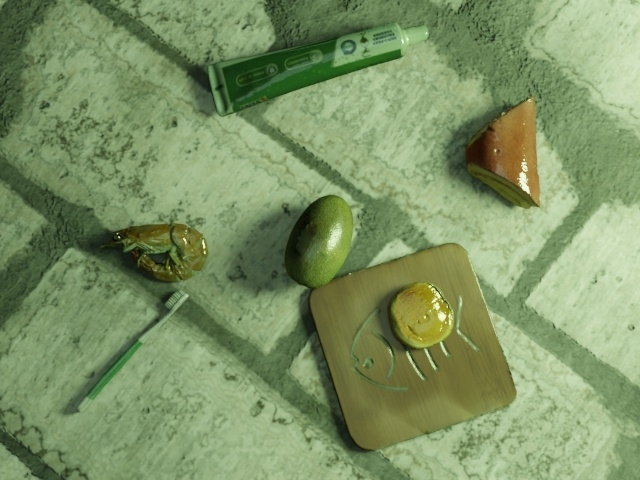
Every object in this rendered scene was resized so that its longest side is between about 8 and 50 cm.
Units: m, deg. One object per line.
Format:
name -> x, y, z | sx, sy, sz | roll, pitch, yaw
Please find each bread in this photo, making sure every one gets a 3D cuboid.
bread -> 0.163, 0.122, 1.202 | 0.110, 0.024, 0.110 | 0, 80, 1
bread -> 0.307, -0.146, 1.244 | 0.119, 0.067, 0.192 | -3, 79, 1

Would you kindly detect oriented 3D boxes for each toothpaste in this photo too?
toothpaste -> -0.001, -0.309, 1.286 | 0.392, 0.061, 0.099 | -16, 80, 1

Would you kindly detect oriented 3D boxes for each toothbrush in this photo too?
toothbrush -> -0.311, 0.181, 1.221 | 0.024, 0.018, 0.257 | 39, 83, 10

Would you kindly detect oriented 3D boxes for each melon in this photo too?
melon -> 0.000, 0.000, 1.209 | 0.099, 0.099, 0.162 | 22, 78, 5

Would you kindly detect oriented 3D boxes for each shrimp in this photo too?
shrimp -> -0.278, 0.017, 1.246 | 0.180, 0.041, 0.099 | 5, 94, 1

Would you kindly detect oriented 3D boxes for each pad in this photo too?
pad -> 0.147, 0.171, 1.214 | 0.284, 0.018, 0.286 | -18, 79, -3
